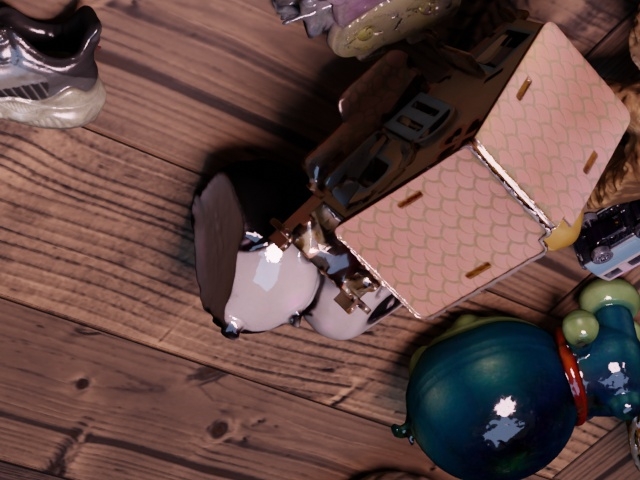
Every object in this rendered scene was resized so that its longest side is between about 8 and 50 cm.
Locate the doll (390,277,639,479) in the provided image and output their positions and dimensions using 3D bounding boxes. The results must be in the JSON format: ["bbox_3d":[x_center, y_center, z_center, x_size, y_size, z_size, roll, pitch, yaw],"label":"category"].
[{"bbox_3d":[0.234,0.168,2.073,0.322,0.186,0.198,-20,138,2],"label":"doll"}]

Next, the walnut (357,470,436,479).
[{"bbox_3d":[0.097,0.415,2.269,0.248,0.248,0.248,-8,139,-7],"label":"walnut"}]

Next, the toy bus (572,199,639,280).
[{"bbox_3d":[0.345,-0.009,2.000,0.123,0.060,0.075,-32,141,21],"label":"toy bus"}]

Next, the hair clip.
[{"bbox_3d":[0.051,-0.223,1.683,0.187,0.056,0.146,-14,146,-5],"label":"hair clip"}]

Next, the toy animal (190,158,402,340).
[{"bbox_3d":[-0.001,0.004,1.833,0.235,0.165,0.187,3,123,-17],"label":"toy animal"}]

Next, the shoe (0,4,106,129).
[{"bbox_3d":[-0.294,-0.167,1.620,0.227,0.099,0.112,4,129,-26],"label":"shoe"}]

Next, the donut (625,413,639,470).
[{"bbox_3d":[0.485,0.193,2.194,0.272,0.107,0.272,-5,123,-8],"label":"donut"}]

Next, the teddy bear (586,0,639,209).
[{"bbox_3d":[0.356,-0.146,1.803,0.246,0.222,0.296,-5,179,-4],"label":"teddy bear"}]

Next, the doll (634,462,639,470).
[{"bbox_3d":[0.514,0.274,2.340,0.209,0.097,0.137,-26,141,20],"label":"doll"}]

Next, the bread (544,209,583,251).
[{"bbox_3d":[0.231,-0.016,1.961,0.115,0.056,0.082,-4,137,-13],"label":"bread"}]

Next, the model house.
[{"bbox_3d":[0.117,-0.066,1.631,0.326,0.244,0.169,-42,112,-2],"label":"model house"}]
